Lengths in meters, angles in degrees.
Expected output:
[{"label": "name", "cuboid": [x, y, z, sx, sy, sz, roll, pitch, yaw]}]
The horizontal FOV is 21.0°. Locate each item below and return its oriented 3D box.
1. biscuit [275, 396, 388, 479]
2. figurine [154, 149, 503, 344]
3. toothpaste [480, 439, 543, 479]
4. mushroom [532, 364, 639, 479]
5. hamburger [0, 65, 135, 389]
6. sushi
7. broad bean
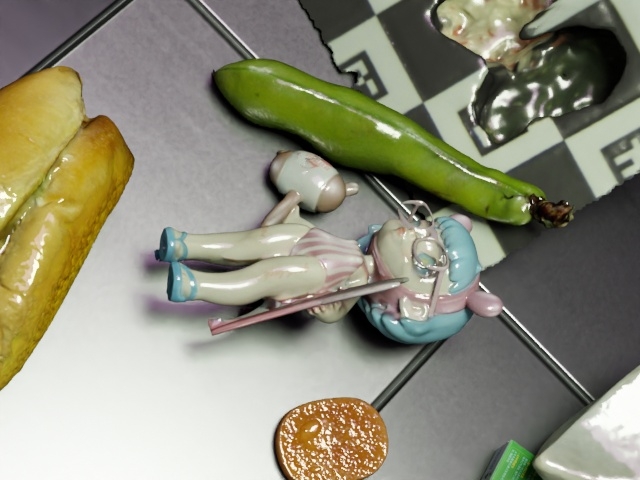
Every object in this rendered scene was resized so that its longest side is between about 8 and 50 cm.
[{"label": "biscuit", "cuboid": [0.009, 0.159, 1.319, 0.091, 0.015, 0.078, -4, 74, -21]}, {"label": "figurine", "cuboid": [-0.001, 0.014, 1.336, 0.260, 0.103, 0.205, 0, 35, -18]}, {"label": "toothpaste", "cuboid": [0.120, 0.239, 1.319, 0.043, 0.037, 0.178, 33, 63, -2]}, {"label": "mushroom", "cuboid": [0.340, 0.274, 1.337, 0.177, 0.126, 0.397, -38, 88, -21]}, {"label": "hamburger", "cuboid": [-0.229, -0.017, 1.220, 0.144, 0.156, 0.283, 31, 66, -6]}, {"label": "sushi", "cuboid": [0.157, -0.196, 1.450, 0.296, 0.100, 0.373, -32, 79, 11]}, {"label": "broad bean", "cuboid": [0.057, -0.079, 1.364, 0.318, 0.098, 0.056, 21, 73, 14]}]
